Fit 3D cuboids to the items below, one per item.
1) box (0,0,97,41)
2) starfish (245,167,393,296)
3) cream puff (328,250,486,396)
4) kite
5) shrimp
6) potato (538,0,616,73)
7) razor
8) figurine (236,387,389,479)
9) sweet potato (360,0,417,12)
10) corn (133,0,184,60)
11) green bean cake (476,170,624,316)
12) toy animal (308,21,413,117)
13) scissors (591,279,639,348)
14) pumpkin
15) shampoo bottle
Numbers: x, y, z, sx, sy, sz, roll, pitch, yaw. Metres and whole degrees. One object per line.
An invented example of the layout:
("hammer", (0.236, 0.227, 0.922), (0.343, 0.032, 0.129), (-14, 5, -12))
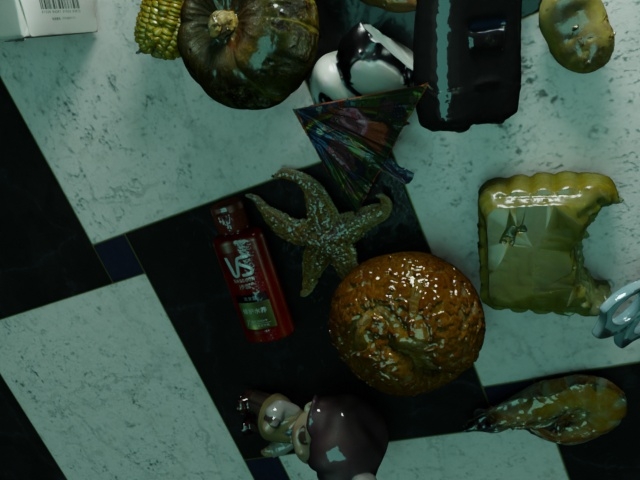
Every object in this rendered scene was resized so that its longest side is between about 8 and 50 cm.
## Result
("box", (-0.612, -0.433, 1.089), (0.299, 0.200, 0.106), (4, 112, 18))
("starfish", (-0.001, 0.002, 1.147), (0.299, 0.060, 0.302), (0, 113, 17))
("cream puff", (0.156, 0.165, 1.069), (0.303, 0.212, 0.303), (7, 120, 12))
("kite", (0.057, -0.168, 0.957), (0.234, 0.016, 0.321), (32, 142, 4))
("shrimp", (0.444, 0.354, 1.145), (0.317, 0.062, 0.164), (-23, 106, 23))
("potato", (0.386, -0.318, 0.867), (0.091, 0.070, 0.138), (-23, 102, 31))
("razor", (0.229, -0.333, 0.863), (0.189, 0.107, 0.327), (-12, 116, -24))
("figurine", (-0.031, 0.423, 1.256), (0.365, 0.206, 0.218), (2, 99, 20))
("sweet potato", (0.075, -0.423, 0.941), (0.206, 0.060, 0.068), (26, 81, 8))
("corn", (-0.253, -0.470, 1.007), (0.102, 0.102, 0.313), (25, 118, 7))
("green bean cake", (0.383, 0.009, 0.979), (0.233, 0.124, 0.236), (-1, 111, 19))
("toy animal", (0.072, -0.263, 0.960), (0.166, 0.138, 0.179), (33, 131, -27))
("scissors", (0.597, 0.039, 0.936), (0.191, 0.029, 0.360), (24, 113, -39))
("pumpkin", (-0.126, -0.343, 0.945), (0.260, 0.189, 0.260), (7, 104, 33))
("shampoo bottle", (-0.149, 0.067, 1.215), (0.118, 0.076, 0.314), (-7, 110, 26))
